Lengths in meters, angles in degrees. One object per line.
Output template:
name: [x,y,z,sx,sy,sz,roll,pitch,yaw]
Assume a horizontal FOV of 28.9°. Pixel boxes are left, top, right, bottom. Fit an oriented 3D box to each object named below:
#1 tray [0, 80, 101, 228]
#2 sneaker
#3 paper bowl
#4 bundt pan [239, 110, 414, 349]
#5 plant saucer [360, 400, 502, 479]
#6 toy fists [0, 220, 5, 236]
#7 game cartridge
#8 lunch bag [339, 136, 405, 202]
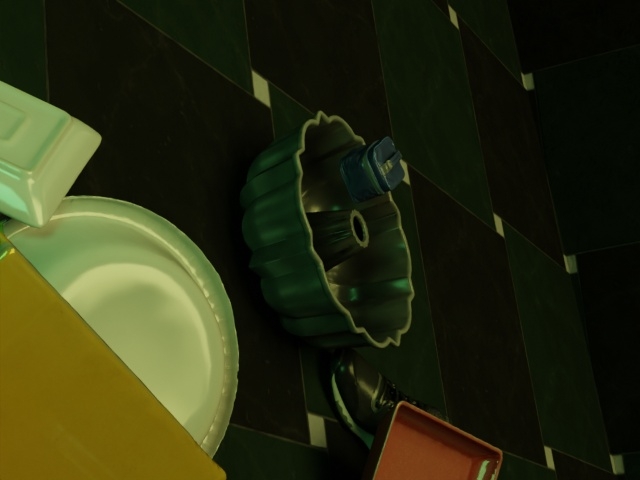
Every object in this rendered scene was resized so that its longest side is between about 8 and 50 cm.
tray: [-0.317,-0.113,0.996,0.270,0.030,0.145,25,38,-5]
sneaker: [0.118,0.247,1.756,0.283,0.124,0.107,57,28,-29]
paper bowl: [-0.194,0.105,1.022,0.284,0.148,0.284,2,86,-37]
bundt pan: [0.000,0.000,1.675,0.331,0.124,0.331,45,36,-47]
plant saucer: [0.123,0.365,1.647,0.258,0.048,0.259,31,73,-43]
toy fists: [-0.313,0.070,0.858,0.279,0.096,0.142,-67,159,-10]
game cartridge: [-0.236,0.188,0.856,0.285,0.053,0.323,-45,137,-13]
lunch bag: [0.075,-0.097,1.671,0.067,0.065,0.098,67,25,-12]
